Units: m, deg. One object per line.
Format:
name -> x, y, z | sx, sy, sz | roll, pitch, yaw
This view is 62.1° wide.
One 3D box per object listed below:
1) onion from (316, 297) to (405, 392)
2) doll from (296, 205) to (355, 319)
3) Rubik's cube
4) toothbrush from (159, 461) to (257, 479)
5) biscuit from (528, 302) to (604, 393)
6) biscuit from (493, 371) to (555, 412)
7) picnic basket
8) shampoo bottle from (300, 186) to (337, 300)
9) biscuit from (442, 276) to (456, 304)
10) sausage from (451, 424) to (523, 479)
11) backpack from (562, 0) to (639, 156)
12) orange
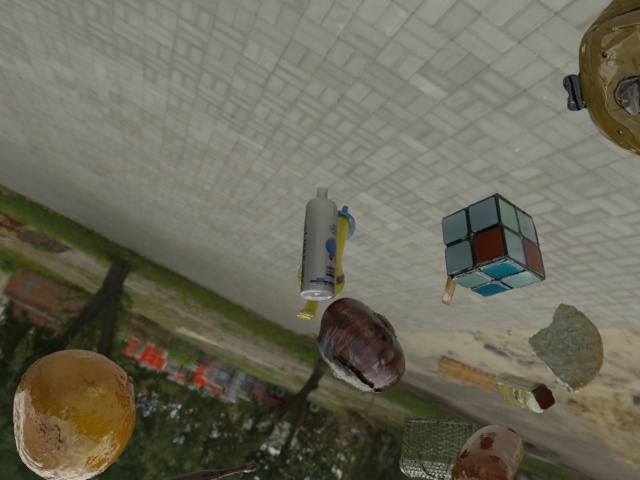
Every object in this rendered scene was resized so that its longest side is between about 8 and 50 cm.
onion -> 0.097, 0.260, 1.302 | 0.246, 0.190, 0.246 | 44, -174, -6
doll -> 0.023, 0.059, 1.572 | 0.145, 0.362, 0.199 | 22, 164, -9
Rubik's cube -> 0.420, 0.018, 1.304 | 0.184, 0.180, 0.167 | 25, 143, -34
toothbrush -> -0.331, 0.611, 1.350 | 0.364, 0.040, 0.041 | -1, 176, -31
biscuit -> 0.677, 0.293, 1.469 | 0.188, 0.265, 0.040 | 1, 145, 21
biscuit -> 0.441, 0.328, 1.164 | 0.056, 0.052, 0.188 | 58, 169, 2
picnic basket -> 0.334, 0.588, 1.468 | 0.197, 0.154, 0.134 | -5, 145, 24
shampoo bottle -> 0.000, 0.000, 1.383 | 0.092, 0.303, 0.092 | 3, 157, 1
biscuit -> 0.376, 0.094, 1.502 | 0.029, 0.142, 0.220 | 13, 117, 14
sausage -> 0.221, 0.291, 0.697 | 0.076, 0.076, 0.198 | 15, -177, 26
backpack -> 0.607, -0.267, 0.890 | 0.378, 0.201, 0.353 | 20, 133, 64
orange -> -0.419, 0.295, 0.909 | 0.193, 0.219, 0.219 | -5, 171, -20
